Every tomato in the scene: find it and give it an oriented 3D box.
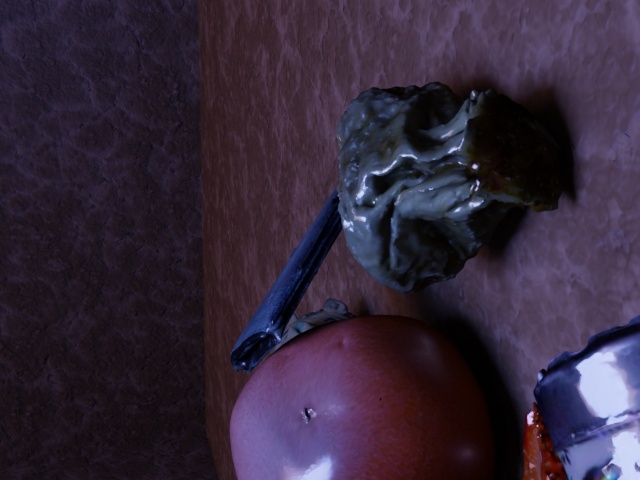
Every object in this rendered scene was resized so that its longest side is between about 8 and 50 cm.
[{"bbox_3d":[0.034,0.244,0.979,0.341,0.273,0.341,-10,71,32],"label":"tomato"}]

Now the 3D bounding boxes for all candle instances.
[{"bbox_3d":[0.262,0.194,0.491,0.187,0.187,0.330,117,140,-62],"label":"candle"}]

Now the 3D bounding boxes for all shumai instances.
[{"bbox_3d":[0.146,-0.077,0.855,0.225,0.222,0.260,61,-155,-23],"label":"shumai"}]

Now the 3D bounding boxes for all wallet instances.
[{"bbox_3d":[0.000,0.000,1.091,0.379,0.046,0.190,-57,2,-27],"label":"wallet"}]

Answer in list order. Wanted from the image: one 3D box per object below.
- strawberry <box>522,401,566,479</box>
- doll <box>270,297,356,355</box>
[{"bbox_3d":[0.244,0.273,0.741,0.174,0.098,0.228,79,-175,-57],"label":"strawberry"},{"bbox_3d":[0.009,0.269,1.276,0.247,0.247,0.349,107,165,-53],"label":"doll"}]
